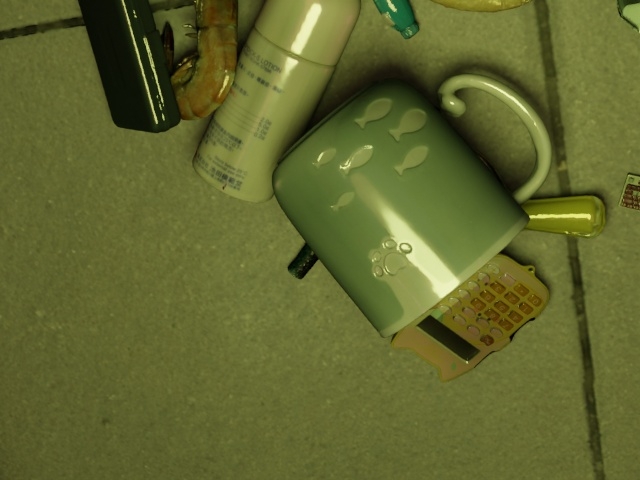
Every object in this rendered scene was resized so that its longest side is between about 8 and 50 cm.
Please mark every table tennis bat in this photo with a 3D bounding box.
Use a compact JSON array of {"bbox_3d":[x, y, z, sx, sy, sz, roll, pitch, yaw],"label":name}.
[{"bbox_3d":[0.222,-0.041,1.792,0.369,0.054,0.224,0,108,13],"label":"table tennis bat"}]

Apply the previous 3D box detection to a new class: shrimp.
[{"bbox_3d":[-0.174,-0.313,1.736,0.169,0.058,0.296,0,85,42],"label":"shrimp"}]

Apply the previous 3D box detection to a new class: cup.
[{"bbox_3d":[0.133,-0.086,1.665,0.357,0.259,0.274,-40,90,-5],"label":"cup"}]

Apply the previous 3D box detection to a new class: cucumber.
[{"bbox_3d":[0.000,0.000,1.848,0.032,0.032,0.133,36,110,-5],"label":"cucumber"}]

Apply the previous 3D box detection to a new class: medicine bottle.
[{"bbox_3d":[-0.056,-0.227,1.722,0.130,0.130,0.341,26,112,-1],"label":"medicine bottle"}]

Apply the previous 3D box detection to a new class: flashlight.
[{"bbox_3d":[0.094,-0.336,1.705,0.051,0.051,0.129,-33,106,18],"label":"flashlight"}]

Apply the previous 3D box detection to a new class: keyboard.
[{"bbox_3d":[0.508,-0.053,1.756,0.166,0.017,0.055,14,111,4],"label":"keyboard"}]

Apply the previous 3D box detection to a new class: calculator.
[{"bbox_3d":[0.224,0.107,1.827,0.157,0.033,0.236,37,117,-25],"label":"calculator"}]

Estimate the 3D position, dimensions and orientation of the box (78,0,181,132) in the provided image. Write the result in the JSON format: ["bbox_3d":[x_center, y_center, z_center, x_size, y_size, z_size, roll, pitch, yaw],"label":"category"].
[{"bbox_3d":[-0.272,-0.266,1.739,0.050,0.160,0.230,-23,110,-27],"label":"box"}]

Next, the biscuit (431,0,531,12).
[{"bbox_3d":[0.204,-0.400,1.668,0.265,0.040,0.188,12,113,5],"label":"biscuit"}]

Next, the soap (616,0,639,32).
[{"bbox_3d":[0.448,-0.296,1.549,0.150,0.261,0.094,25,115,0],"label":"soap"}]
